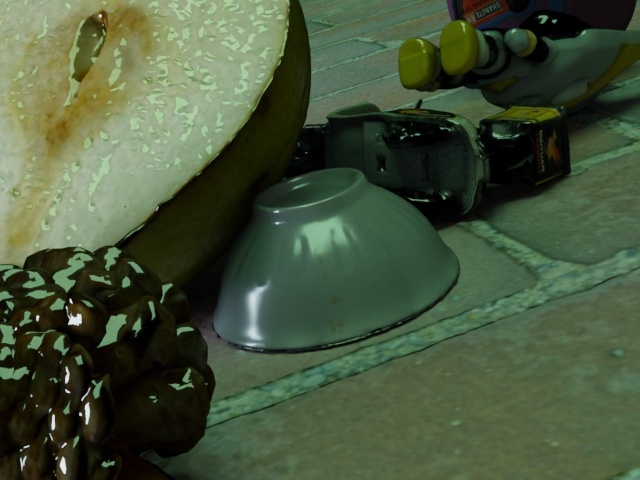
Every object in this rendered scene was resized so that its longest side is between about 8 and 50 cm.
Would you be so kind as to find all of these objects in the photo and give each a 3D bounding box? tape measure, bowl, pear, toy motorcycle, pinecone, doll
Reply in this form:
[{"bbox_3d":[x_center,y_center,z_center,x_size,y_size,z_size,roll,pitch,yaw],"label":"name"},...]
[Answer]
[{"bbox_3d":[0.245,-0.309,1.181,0.149,0.245,0.231,-24,5,-29],"label":"tape measure"},{"bbox_3d":[0.000,0.000,0.742,0.189,0.086,0.189,-14,19,5],"label":"bowl"},{"bbox_3d":[-0.151,-0.090,0.851,0.340,0.191,0.386,4,64,27],"label":"pear"},{"bbox_3d":[0.070,-0.077,0.910,0.157,0.091,0.263,-20,20,-40],"label":"toy motorcycle"},{"bbox_3d":[-0.139,0.084,0.509,0.179,0.150,0.195,-9,19,16],"label":"pinecone"},{"bbox_3d":[0.205,-0.172,0.982,0.316,0.103,0.145,-5,-29,-46],"label":"doll"}]
